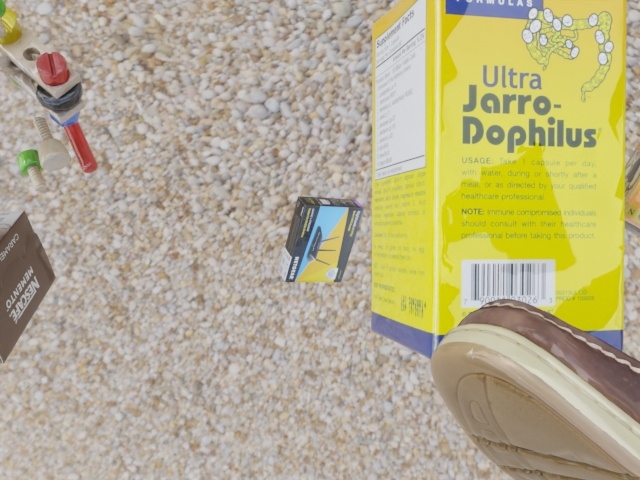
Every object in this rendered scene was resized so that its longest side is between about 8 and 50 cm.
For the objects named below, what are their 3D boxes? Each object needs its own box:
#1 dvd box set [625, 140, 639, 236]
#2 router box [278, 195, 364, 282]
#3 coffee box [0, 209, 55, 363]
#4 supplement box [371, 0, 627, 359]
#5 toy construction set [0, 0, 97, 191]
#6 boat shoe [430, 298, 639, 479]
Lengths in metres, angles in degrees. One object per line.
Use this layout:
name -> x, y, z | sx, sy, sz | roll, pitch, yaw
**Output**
dvd box set -> 0.559, -0.139, 0.790 | 0.307, 0.062, 0.420 | 28, 95, -4
router box -> 0.000, 0.000, 1.404 | 0.133, 0.046, 0.179 | 1, 121, -27
coffee box -> -0.427, 0.052, 0.711 | 0.246, 0.141, 0.098 | -3, 125, 8
supplement box -> 0.171, -0.070, 0.712 | 0.195, 0.194, 0.357 | 0, 91, -13
toy construction set -> -0.440, -0.221, 0.909 | 0.257, 0.309, 0.237 | -32, 69, 8
boat shoe -> 0.211, 0.115, 0.404 | 0.342, 0.123, 0.123 | 34, 158, -16
